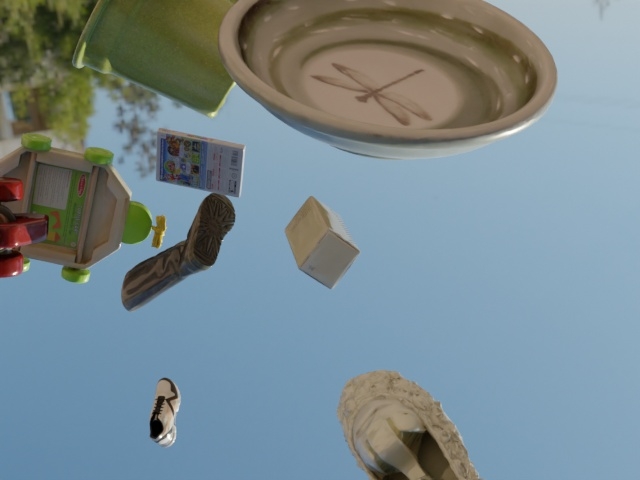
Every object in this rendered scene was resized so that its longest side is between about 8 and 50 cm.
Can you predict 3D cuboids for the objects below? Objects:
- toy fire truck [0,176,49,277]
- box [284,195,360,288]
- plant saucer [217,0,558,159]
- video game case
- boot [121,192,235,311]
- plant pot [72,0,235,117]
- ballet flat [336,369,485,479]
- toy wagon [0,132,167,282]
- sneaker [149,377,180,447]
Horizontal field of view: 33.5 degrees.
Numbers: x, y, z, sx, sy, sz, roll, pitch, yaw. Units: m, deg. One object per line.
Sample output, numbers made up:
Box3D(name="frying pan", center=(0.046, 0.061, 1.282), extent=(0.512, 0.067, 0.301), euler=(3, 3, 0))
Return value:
Box3D(name="toy fire truck", center=(-0.605, -0.014, 1.746), extent=(0.302, 0.169, 0.254), euler=(1, -171, -12))
Box3D(name="box", center=(0.000, 0.000, 2.352), extent=(0.094, 0.113, 0.275), euler=(34, -169, -18))
Box3D(name="plant saucer", center=(0.076, -0.195, 1.272), extent=(0.400, 0.100, 0.400), euler=(5, -141, -4))
Box3D(name="video game case", center=(-0.167, -0.107, 1.467), extent=(0.122, 0.087, 0.011), euler=(12, -139, 3))
Box3D(name="boot", center=(-0.252, 0.022, 1.873), extent=(0.208, 0.076, 0.189), euler=(-34, -157, 41))
Box3D(name="plant pot", center=(-0.245, -0.350, 1.827), extent=(0.254, 0.276, 0.276), euler=(32, -164, -8))
Box3D(name="ballet flat", center=(0.136, 0.310, 1.395), extent=(0.147, 0.147, 0.409), euler=(-16, -132, -28))
Box3D(name="toy wagon", center=(-0.469, -0.053, 2.051), extent=(0.344, 0.267, 0.068), euler=(12, -164, -11))
Box3D(name="sneaker", center=(-0.247, 0.267, 1.667), extent=(0.040, 0.109, 0.044), euler=(-11, 157, 21))
